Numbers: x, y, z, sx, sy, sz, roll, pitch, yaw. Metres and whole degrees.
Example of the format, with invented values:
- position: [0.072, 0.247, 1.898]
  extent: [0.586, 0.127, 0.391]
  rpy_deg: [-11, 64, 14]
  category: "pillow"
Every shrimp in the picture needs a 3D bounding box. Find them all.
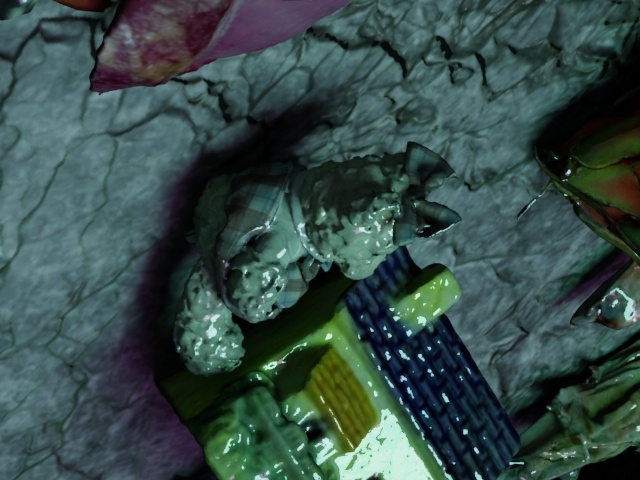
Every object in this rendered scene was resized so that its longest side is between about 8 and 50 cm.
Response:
- position: [0.281, 0.077, 1.647]
  extent: [0.360, 0.085, 0.247]
  rpy_deg: [-36, 139, -17]
  category: "shrimp"

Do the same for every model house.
- position: [0.034, 0.129, 1.345]
  extent: [0.211, 0.170, 0.194]
  rpy_deg: [-34, 102, -8]
  category: "model house"

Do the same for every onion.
- position: [-0.013, -0.156, 1.012]
  extent: [0.111, 0.250, 0.247]
  rpy_deg: [33, 107, -8]
  category: "onion"

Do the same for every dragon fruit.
- position: [0.288, -0.047, 1.450]
  extent: [0.293, 0.233, 0.233]
  rpy_deg: [-6, 140, 6]
  category: "dragon fruit"

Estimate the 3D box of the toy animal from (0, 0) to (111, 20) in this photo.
- position: [-0.128, -0.214, 0.928]
  extent: [0.169, 0.195, 0.281]
  rpy_deg: [35, 99, -12]
  category: "toy animal"

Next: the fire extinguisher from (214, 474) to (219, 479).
- position: [-0.017, 0.176, 1.456]
  extent: [0.252, 0.106, 0.075]
  rpy_deg: [-36, 163, -7]
  category: "fire extinguisher"

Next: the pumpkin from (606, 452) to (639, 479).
- position: [0.390, 0.317, 1.748]
  extent: [0.454, 0.344, 0.454]
  rpy_deg: [-13, 167, -3]
  category: "pumpkin"

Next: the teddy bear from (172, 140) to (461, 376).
- position: [-0.018, -0.012, 1.264]
  extent: [0.213, 0.111, 0.133]
  rpy_deg: [-34, -167, 35]
  category: "teddy bear"
